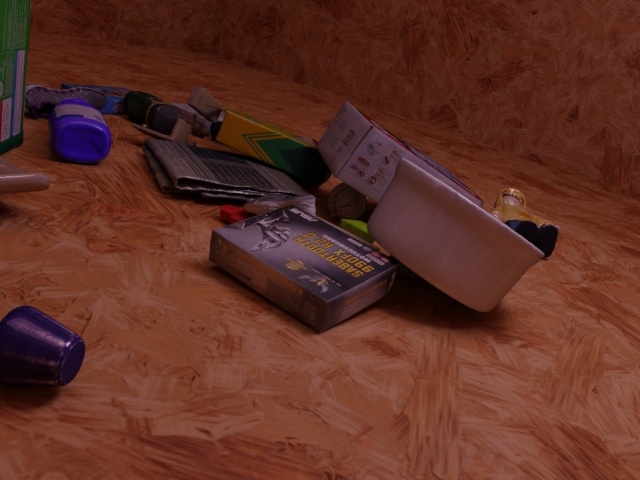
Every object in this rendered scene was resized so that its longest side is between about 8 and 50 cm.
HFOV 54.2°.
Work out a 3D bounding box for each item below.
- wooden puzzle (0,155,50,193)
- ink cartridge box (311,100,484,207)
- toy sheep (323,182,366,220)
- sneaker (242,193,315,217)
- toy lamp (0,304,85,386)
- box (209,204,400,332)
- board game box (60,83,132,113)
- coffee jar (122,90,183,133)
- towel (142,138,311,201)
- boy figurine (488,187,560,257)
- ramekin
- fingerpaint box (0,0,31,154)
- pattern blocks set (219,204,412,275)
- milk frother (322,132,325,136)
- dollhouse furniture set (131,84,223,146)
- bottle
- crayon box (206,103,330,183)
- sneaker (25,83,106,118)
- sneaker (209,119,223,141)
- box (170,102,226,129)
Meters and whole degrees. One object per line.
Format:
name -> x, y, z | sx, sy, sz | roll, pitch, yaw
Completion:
wooden puzzle -> -0.631, -0.095, 0.911 | 0.347, 0.081, 0.322 | 21, 20, 32
ink cartridge box -> 0.155, -0.157, 1.357 | 0.309, 0.130, 0.272 | 30, 16, -24
toy sheep -> 0.055, -0.081, 1.320 | 0.091, 0.091, 0.132 | 10, 14, -11
sneaker -> -0.075, -0.048, 1.112 | 0.152, 0.061, 0.053 | 3, 22, 33
toy lamp -> -0.364, 0.079, 0.601 | 0.274, 0.080, 0.080 | 14, 19, 4
box -> -0.025, 0.032, 0.947 | 0.231, 0.056, 0.183 | 29, 32, 31
board game box -> -0.615, -0.409, 1.813 | 0.160, 0.047, 0.210 | 27, 24, 34
coffee jar -> -0.459, -0.350, 1.712 | 0.096, 0.079, 0.184 | -1, 23, -44
towel -> -0.214, -0.142, 1.375 | 0.312, 0.056, 0.324 | 7, 18, -28
boy figurine -> 0.490, -0.047, 1.518 | 0.177, 0.092, 0.285 | 11, 23, 0
ramekin -> 0.209, -0.004, 1.025 | 0.277, 0.135, 0.277 | 33, 9, -6
fingerpaint box -> -0.745, -0.410, 1.134 | 0.370, 0.445, 0.163 | 12, 20, -6
pattern blocks set -> 0.000, 0.000, 1.137 | 0.285, 0.026, 0.324 | -7, 29, -41
milk frother -> 0.048, -0.280, 1.857 | 0.143, 0.129, 0.134 | -27, -1, -21
dollhouse furniture set -> -0.350, -0.308, 1.545 | 0.123, 0.151, 0.144 | 21, -4, 20
bottle -> -0.531, -0.250, 1.366 | 0.118, 0.092, 0.283 | 4, 22, -28
crayon box -> -0.121, -0.240, 1.544 | 0.318, 0.081, 0.202 | 24, 12, 5
sneaker -> -0.641, -0.334, 1.585 | 0.223, 0.083, 0.098 | -10, 53, -44
sneaker -> -0.200, -0.292, 1.730 | 0.211, 0.080, 0.081 | 22, 24, 18
box -> -0.355, -0.381, 1.931 | 0.186, 0.038, 0.145 | 30, 25, 36
